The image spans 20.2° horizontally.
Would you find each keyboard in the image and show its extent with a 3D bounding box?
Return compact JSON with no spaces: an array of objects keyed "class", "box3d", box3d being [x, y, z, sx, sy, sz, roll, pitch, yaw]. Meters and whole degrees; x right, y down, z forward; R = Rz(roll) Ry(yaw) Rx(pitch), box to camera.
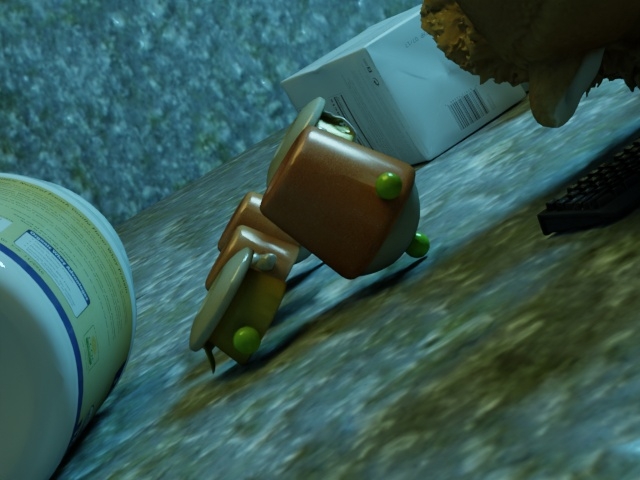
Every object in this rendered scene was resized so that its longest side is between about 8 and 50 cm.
[{"class":"keyboard","box3d":[0.216,-0.058,1.154,0.180,0.023,0.108,-33,8,-23]}]

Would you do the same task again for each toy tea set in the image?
[{"class":"toy tea set","box3d":[0.000,0.000,1.409,0.200,0.124,0.336,-59,6,11]}]

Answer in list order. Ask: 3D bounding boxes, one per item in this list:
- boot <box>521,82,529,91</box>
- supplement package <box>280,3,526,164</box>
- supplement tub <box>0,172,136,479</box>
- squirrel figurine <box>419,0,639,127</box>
[{"class":"boot","box3d":[0.208,-0.248,1.839,0.088,0.176,0.244,-36,8,-23]},{"class":"supplement package","box3d":[0.082,-0.160,1.900,0.139,0.134,0.244,-33,8,-20]},{"class":"supplement tub","box3d":[-0.267,0.072,1.372,0.228,0.228,0.316,-29,8,11]},{"class":"squirrel figurine","box3d":[0.216,-0.194,1.176,0.370,0.281,0.397,-31,-10,-29]}]
